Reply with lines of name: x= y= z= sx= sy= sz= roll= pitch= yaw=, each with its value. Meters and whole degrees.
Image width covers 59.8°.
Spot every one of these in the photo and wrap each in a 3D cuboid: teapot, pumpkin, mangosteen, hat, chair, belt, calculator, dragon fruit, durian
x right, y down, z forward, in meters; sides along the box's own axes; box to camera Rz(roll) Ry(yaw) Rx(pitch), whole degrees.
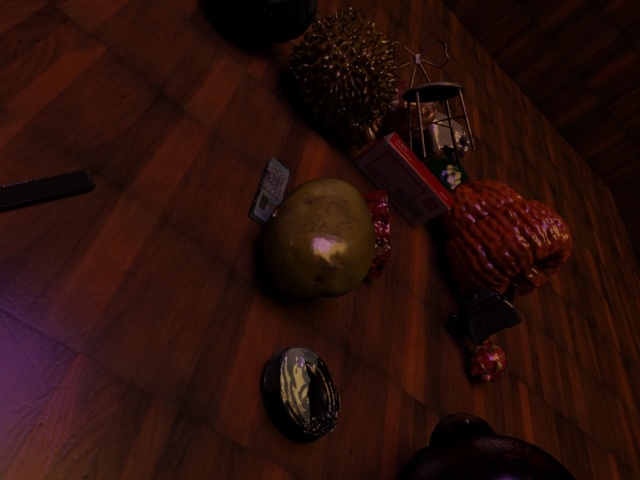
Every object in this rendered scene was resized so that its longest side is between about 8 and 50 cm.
teapot: x=0.360 y=0.150 z=1.229 sx=0.096 sy=0.177 sz=0.087 roll=62 pitch=2 yaw=-19
pumpkin: x=-0.122 y=-0.551 z=1.214 sx=0.250 sy=0.216 sz=0.249 roll=8 pitch=66 yaw=-18
mangosteen: x=0.231 y=0.391 z=0.777 sx=0.297 sy=0.297 sz=0.313 roll=35 pitch=43 yaw=-24
hat: x=0.417 y=-0.049 z=1.402 sx=0.285 sy=0.285 sz=0.400 roll=18 pitch=38 yaw=-40
chair: x=0.267 y=-0.350 z=1.346 sx=0.170 sy=0.160 sz=0.325 roll=152 pitch=-67 yaw=-85
belt: x=-0.030 y=0.225 z=0.814 sx=0.105 sy=0.058 sz=0.140 roll=-6 pitch=69 yaw=-44
calculator: x=-0.090 y=-0.089 z=1.038 sx=0.057 sy=0.018 sz=0.172 roll=36 pitch=41 yaw=-21
dragon fruit: x=0.092 y=-0.004 z=1.152 sx=0.092 sy=0.122 sz=0.192 roll=0 pitch=57 yaw=-3
dragon fruit: x=0.367 y=0.261 z=1.216 sx=0.086 sy=0.081 sz=0.116 roll=51 pitch=35 yaw=14
durian: x=0.061 y=-0.366 z=1.263 sx=0.293 sy=0.258 sz=0.258 roll=52 pitch=33 yaw=-30

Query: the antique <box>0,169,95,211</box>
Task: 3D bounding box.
antique: x=-0.370 y=-0.058 z=0.694 sx=0.031 sy=0.015 sz=0.192 roll=56 pitch=35 yaw=5

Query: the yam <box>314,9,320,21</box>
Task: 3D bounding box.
yam: x=-0.041 y=-0.611 z=1.509 sx=0.129 sy=0.027 sz=0.033 roll=-31 pitch=125 yaw=-56

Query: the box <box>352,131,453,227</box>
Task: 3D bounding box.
box: x=0.195 y=-0.142 z=1.314 sx=0.229 sy=0.123 sz=0.050 roll=46 pitch=46 yaw=-13

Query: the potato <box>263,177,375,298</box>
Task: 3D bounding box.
potato: x=-0.002 y=-0.001 z=0.950 sx=0.197 sy=0.148 sz=0.228 roll=14 pitch=43 yaw=-25

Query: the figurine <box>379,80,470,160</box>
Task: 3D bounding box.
figurine: x=0.260 y=-0.342 z=1.516 sx=0.387 sy=0.166 sz=0.207 roll=25 pitch=42 yaw=-36
